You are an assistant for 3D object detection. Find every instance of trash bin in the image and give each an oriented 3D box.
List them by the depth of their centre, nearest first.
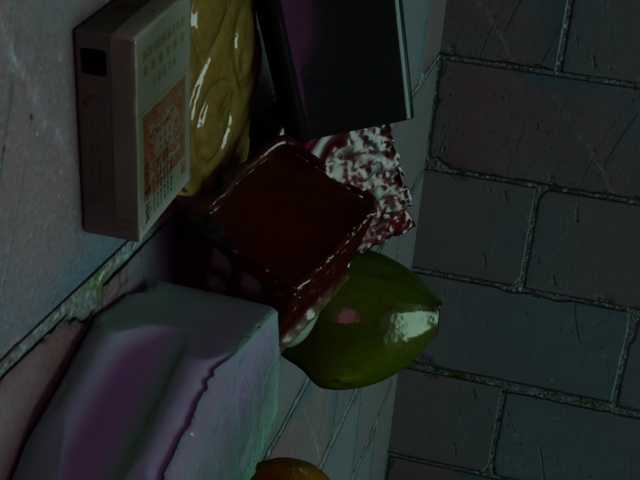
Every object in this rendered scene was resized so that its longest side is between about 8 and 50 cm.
[{"bbox_3d":[0.015,-0.244,1.421,0.115,0.165,0.225,-148,-134,-73],"label":"trash bin"}]

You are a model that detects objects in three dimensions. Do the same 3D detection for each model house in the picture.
[{"bbox_3d":[-0.064,0.042,1.407,0.196,0.160,0.254,-46,162,-40],"label":"model house"}]

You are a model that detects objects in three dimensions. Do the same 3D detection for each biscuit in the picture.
[{"bbox_3d":[-0.119,-0.163,1.339,0.376,0.051,0.269,82,23,-60],"label":"biscuit"}]

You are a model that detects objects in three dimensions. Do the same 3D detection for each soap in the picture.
[{"bbox_3d":[-0.174,0.236,1.161,0.446,0.156,0.261,-66,163,-47],"label":"soap"}]

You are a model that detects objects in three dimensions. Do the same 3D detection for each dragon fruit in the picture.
[{"bbox_3d":[0.025,-0.123,1.610,0.302,0.240,0.330,-91,-170,-54],"label":"dragon fruit"}]

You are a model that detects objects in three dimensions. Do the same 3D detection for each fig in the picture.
[{"bbox_3d":[0.063,0.123,1.930,0.239,0.271,0.239,-6,90,-73],"label":"fig"}]

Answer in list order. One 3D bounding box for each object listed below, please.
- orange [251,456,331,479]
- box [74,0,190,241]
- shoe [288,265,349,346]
[{"bbox_3d":[-0.059,0.445,1.855,0.219,0.193,0.219,177,-90,-89],"label":"orange"},{"bbox_3d":[-0.169,-0.119,1.104,0.141,0.058,0.201,-61,159,-59],"label":"box"},{"bbox_3d":[0.000,0.000,1.772,0.159,0.124,0.316,-53,-166,59],"label":"shoe"}]
